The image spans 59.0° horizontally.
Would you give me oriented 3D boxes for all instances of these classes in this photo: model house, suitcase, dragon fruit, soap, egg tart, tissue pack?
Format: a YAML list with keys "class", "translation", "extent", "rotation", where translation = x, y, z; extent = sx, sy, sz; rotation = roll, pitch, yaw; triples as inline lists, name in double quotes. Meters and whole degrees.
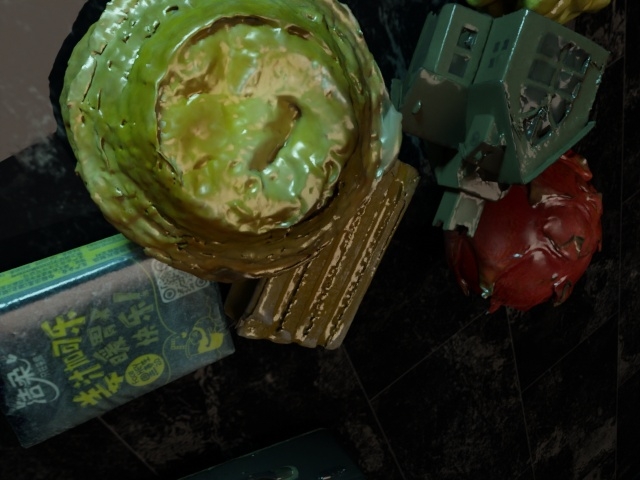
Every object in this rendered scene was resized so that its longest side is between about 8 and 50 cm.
- class: "model house"
  translation: [0.178, -0.130, 0.684]
  extent: [0.204, 0.211, 0.243]
  rotation: [16, 95, -18]
- class: "suitcase"
  translation: [-0.119, 0.466, 0.844]
  extent: [0.433, 0.194, 0.283]
  rotation: [-10, 120, -31]
- class: "dragon fruit"
  translation: [0.295, -0.026, 0.832]
  extent: [0.241, 0.241, 0.252]
  rotation: [-4, 133, -32]
- class: "soap"
  translation: [0.000, 0.000, 0.732]
  extent: [0.173, 0.089, 0.274]
  rotation: [16, 105, -37]
- class: "egg tart"
  translation: [-0.072, -0.112, 0.541]
  extent: [0.341, 0.129, 0.341]
  rotation: [-3, 99, -17]
- class: "tissue pack"
  translation: [-0.236, 0.095, 0.631]
  extent: [0.257, 0.081, 0.185]
  rotation: [-21, 124, -23]

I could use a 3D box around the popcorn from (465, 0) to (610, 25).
- class: "popcorn"
  translation: [0.281, -0.365, 0.643]
  extent: [0.286, 0.215, 0.252]
  rotation: [-27, 171, -25]
